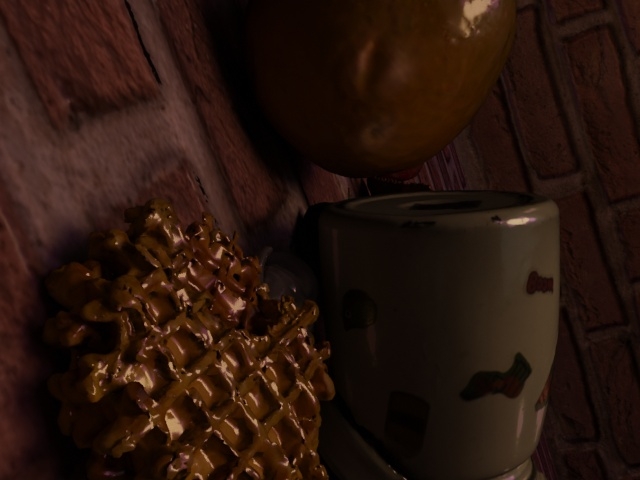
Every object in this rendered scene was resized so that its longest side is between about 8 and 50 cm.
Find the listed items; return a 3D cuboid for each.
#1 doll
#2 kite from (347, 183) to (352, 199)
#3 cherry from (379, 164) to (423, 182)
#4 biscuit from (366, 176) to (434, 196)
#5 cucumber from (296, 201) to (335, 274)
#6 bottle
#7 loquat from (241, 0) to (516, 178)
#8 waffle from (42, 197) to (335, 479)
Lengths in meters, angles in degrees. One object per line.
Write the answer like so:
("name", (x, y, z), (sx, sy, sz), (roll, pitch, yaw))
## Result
("doll", (-0.037, 0.083, 0.538), (0.104, 0.062, 0.194), (33, 51, -37))
("kite", (0.045, 0.020, 0.842), (0.244, 0.006, 0.198), (-80, 164, -64))
("cherry", (0.136, -0.104, 1.173), (0.107, 0.090, 0.225), (-62, 145, -86))
("biscuit", (0.145, 0.021, 1.013), (0.232, 0.013, 0.236), (23, -45, 68))
("cucumber", (0.000, 0.000, 0.736), (0.105, 0.048, 0.048), (-75, 145, -57))
("bottle", (0.099, 0.135, 0.637), (0.229, 0.229, 0.351), (-35, 124, -71))
("loquat", (0.064, -0.203, 0.724), (0.276, 0.284, 0.276), (46, 19, -21))
("waffle", (-0.065, 0.070, 0.405), (0.193, 0.070, 0.197), (7, 64, -56))
